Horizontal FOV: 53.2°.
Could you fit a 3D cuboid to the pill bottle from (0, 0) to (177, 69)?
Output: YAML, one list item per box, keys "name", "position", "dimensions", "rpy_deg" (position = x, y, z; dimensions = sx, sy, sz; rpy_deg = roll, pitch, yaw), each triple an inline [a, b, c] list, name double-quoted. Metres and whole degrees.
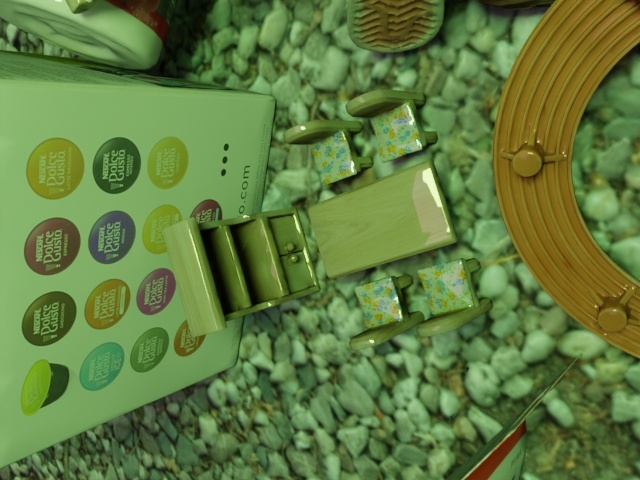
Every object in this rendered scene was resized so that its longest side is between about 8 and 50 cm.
- name: "pill bottle"
  position: [-0.204, -0.354, 0.645]
  dimensions: [0.176, 0.176, 0.319]
  rpy_deg: [16, 88, 33]

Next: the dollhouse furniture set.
- name: "dollhouse furniture set"
  position: [0.000, 0.000, 0.597]
  dimensions: [0.242, 0.161, 0.212]
  rpy_deg: [-19, 87, 36]

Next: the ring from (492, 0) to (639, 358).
- name: "ring"
  position: [0.277, -0.045, 0.417]
  dimensions: [0.336, 0.032, 0.337]
  rpy_deg: [13, 119, 25]

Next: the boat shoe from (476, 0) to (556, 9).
- name: "boat shoe"
  position: [0.200, -0.210, 0.482]
  dimensions: [0.177, 0.060, 0.064]
  rpy_deg: [3, 86, 29]

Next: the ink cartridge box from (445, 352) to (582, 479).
- name: "ink cartridge box"
  position: [0.130, 0.210, 0.522]
  dimensions: [0.066, 0.189, 0.232]
  rpy_deg: [49, 121, 18]

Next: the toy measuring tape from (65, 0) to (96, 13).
- name: "toy measuring tape"
  position: [-0.071, -0.284, 0.580]
  dimensions: [0.330, 0.121, 0.121]
  rpy_deg: [-26, 81, 2]

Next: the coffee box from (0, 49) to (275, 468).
- name: "coffee box"
  position: [-0.302, -0.024, 0.703]
  dimensions: [0.338, 0.334, 0.338]
  rpy_deg: [20, 109, 32]

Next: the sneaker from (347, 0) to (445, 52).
- name: "sneaker"
  position: [0.062, -0.256, 0.454]
  dimensions: [0.108, 0.302, 0.121]
  rpy_deg: [-1, 79, -4]
